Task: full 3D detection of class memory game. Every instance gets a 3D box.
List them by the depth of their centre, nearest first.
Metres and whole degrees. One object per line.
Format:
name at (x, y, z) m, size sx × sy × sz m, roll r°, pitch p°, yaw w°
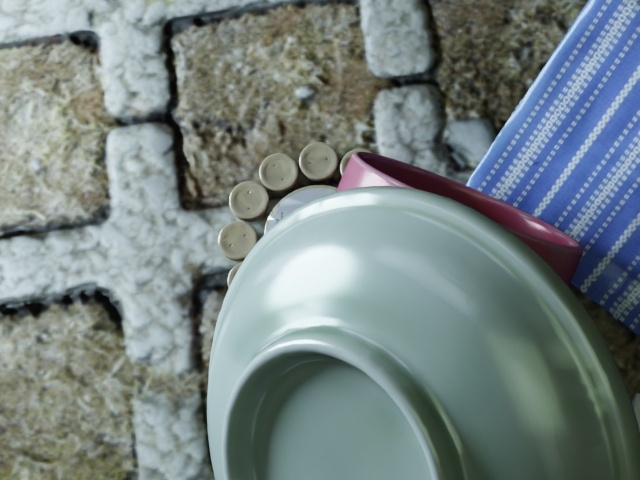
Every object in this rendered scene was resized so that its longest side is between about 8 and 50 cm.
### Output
memory game at (0.000, 0.000, 1.157) m, size 0.186 × 0.012 × 0.186 m, roll -1°, pitch 75°, yaw 3°

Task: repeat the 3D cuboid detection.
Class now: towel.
towel at (0.299, -0.024, 1.061) m, size 0.336 × 0.040 × 0.243 m, roll 39°, pitch 121°, yaw 13°

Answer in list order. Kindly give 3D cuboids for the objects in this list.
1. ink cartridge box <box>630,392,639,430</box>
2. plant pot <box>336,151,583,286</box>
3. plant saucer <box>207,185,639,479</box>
ink cartridge box at (0.229, 0.246, 1.013) m, size 0.078 × 0.134 × 0.231 m, roll 24°, pitch 78°, yaw 9°
plant pot at (0.085, 0.047, 1.048) m, size 0.201 × 0.201 × 0.180 m, roll 24°, pitch 99°, yaw 9°
plant saucer at (0.035, 0.164, 0.936) m, size 0.400 × 0.100 × 0.400 m, roll 10°, pitch 106°, yaw 39°
